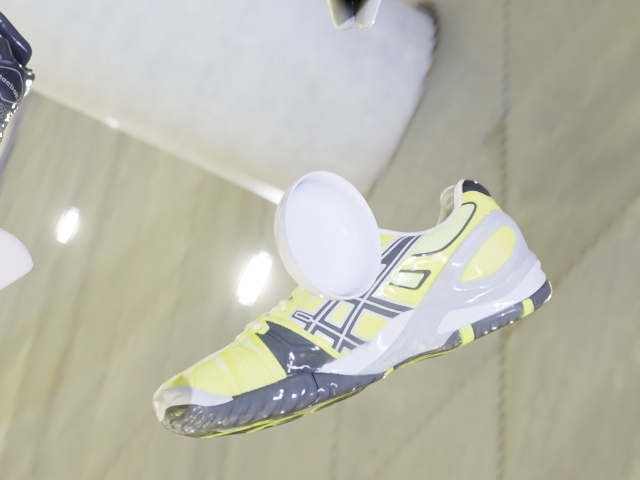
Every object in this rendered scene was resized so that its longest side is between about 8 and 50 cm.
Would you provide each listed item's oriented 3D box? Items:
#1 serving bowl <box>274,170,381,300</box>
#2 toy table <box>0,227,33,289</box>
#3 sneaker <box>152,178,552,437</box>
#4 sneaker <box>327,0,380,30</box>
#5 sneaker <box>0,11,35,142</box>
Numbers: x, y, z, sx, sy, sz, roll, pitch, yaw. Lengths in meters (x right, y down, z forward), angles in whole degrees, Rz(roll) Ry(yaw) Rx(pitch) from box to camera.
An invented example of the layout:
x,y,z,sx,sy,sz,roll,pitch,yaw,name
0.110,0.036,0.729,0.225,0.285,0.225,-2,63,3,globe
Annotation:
x,y,z,sx,sy,sz,roll,pitch,yaw,name
0.000,0.000,1.106,0.027,0.083,0.083,-23,42,42,serving bowl
-0.302,0.011,0.950,0.252,0.161,0.274,-28,18,-3,toy table
0.016,0.070,1.636,0.147,0.384,0.145,66,166,5,sneaker
0.037,-0.298,1.593,0.297,0.111,0.129,75,-165,-66,sneaker
-0.321,-0.126,1.496,0.227,0.087,0.130,-6,44,47,sneaker
